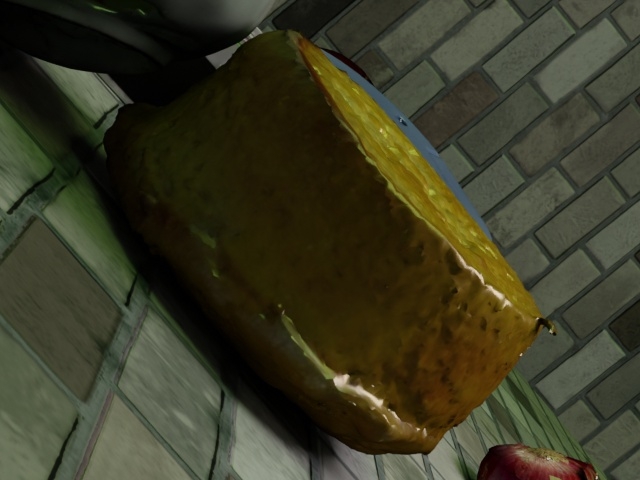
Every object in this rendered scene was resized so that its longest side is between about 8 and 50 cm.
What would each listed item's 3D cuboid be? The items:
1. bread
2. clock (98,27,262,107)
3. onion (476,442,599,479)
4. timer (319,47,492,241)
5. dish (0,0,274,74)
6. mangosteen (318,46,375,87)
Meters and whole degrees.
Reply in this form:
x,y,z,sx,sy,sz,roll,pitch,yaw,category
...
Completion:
x,y,z,sx,sy,sz,roll,pitch,yaw,category
0.000,0.000,1.377,0.398,0.215,0.398,48,10,-11,bread
-0.184,-0.259,1.851,0.235,0.166,0.309,48,14,-21,clock
0.255,0.315,1.945,0.150,0.140,0.150,6,7,-1,onion
0.003,-0.083,1.989,0.395,0.173,0.395,38,21,-18,timer
-0.199,-0.210,1.345,0.324,0.124,0.324,17,-4,1,dish
-0.018,-0.162,2.364,0.215,0.215,0.257,52,-14,12,mangosteen
